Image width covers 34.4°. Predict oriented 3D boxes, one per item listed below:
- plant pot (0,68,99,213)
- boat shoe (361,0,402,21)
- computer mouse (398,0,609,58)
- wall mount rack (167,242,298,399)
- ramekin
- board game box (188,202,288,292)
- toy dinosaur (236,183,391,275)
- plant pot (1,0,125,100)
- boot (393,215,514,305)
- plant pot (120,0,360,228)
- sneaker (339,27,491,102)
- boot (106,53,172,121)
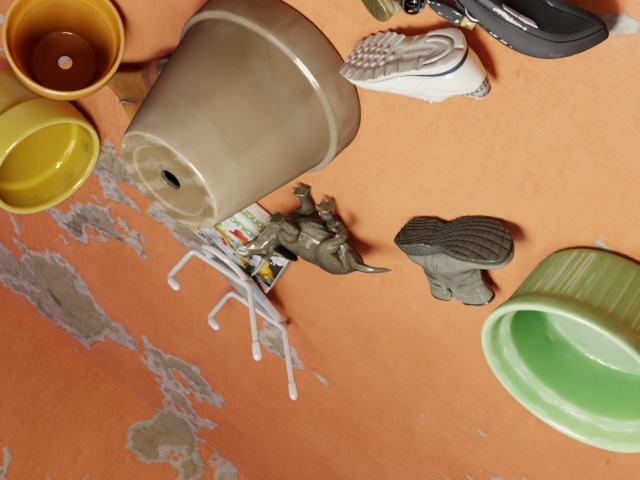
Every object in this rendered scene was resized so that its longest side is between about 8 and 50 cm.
[{"bbox_3d":[-0.634,-0.224,2.171,0.239,0.254,0.254,45,154,24],"label":"plant pot"},{"bbox_3d":[0.060,-0.362,1.352,0.153,0.048,0.056,55,161,-10],"label":"boat shoe"},{"bbox_3d":[0.204,-0.262,1.244,0.262,0.060,0.184,21,178,1],"label":"computer mouse"},{"bbox_3d":[-0.152,0.161,2.117,0.304,0.130,0.350,32,167,34],"label":"wall mount rack"},{"bbox_3d":[0.404,0.155,1.519,0.303,0.148,0.303,30,149,20],"label":"ramekin"},{"bbox_3d":[-0.186,-0.040,2.056,0.305,0.053,0.193,40,151,3],"label":"board game box"},{"bbox_3d":[0.000,0.000,1.856,0.313,0.121,0.160,13,148,21],"label":"toy dinosaur"},{"bbox_3d":[-0.461,-0.342,1.856,0.205,0.205,0.188,45,167,-7],"label":"plant pot"},{"bbox_3d":[0.242,0.041,1.651,0.246,0.083,0.161,8,144,53],"label":"boot"},{"bbox_3d":[-0.145,-0.176,1.597,0.323,0.280,0.323,29,149,19],"label":"plant pot"},{"bbox_3d":[0.123,-0.227,1.414,0.235,0.090,0.095,13,161,49],"label":"sneaker"},{"bbox_3d":[-0.275,-0.209,1.893,0.280,0.096,0.264,-1,131,51],"label":"boot"}]
